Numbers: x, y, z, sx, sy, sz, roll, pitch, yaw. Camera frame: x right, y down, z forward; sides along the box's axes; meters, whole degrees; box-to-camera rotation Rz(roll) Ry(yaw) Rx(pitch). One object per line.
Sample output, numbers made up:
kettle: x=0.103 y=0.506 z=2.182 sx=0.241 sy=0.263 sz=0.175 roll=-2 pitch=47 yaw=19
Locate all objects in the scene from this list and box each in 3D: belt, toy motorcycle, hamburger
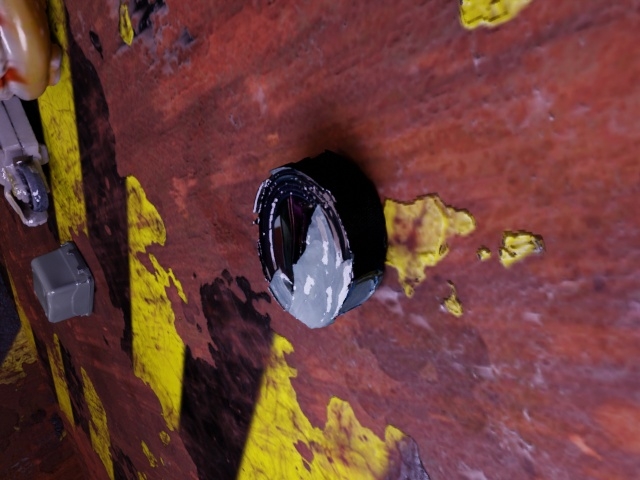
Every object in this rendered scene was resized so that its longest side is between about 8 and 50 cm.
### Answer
belt: x=0.000 y=0.000 z=0.422 sx=0.105 sy=0.058 sz=0.140 roll=19 pitch=120 yaw=38
toy motorcycle: x=-0.616 y=-0.194 z=1.049 sx=0.223 sy=0.108 sz=0.340 roll=-29 pitch=84 yaw=54
hamburger: x=-0.490 y=-0.334 z=0.745 sx=0.261 sy=0.186 sz=0.302 roll=49 pitch=150 yaw=24

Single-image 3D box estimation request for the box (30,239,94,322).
box: x=-0.554 y=0.096 z=1.143 sx=0.124 sy=0.093 sz=0.172 roll=53 pitch=142 yaw=19
